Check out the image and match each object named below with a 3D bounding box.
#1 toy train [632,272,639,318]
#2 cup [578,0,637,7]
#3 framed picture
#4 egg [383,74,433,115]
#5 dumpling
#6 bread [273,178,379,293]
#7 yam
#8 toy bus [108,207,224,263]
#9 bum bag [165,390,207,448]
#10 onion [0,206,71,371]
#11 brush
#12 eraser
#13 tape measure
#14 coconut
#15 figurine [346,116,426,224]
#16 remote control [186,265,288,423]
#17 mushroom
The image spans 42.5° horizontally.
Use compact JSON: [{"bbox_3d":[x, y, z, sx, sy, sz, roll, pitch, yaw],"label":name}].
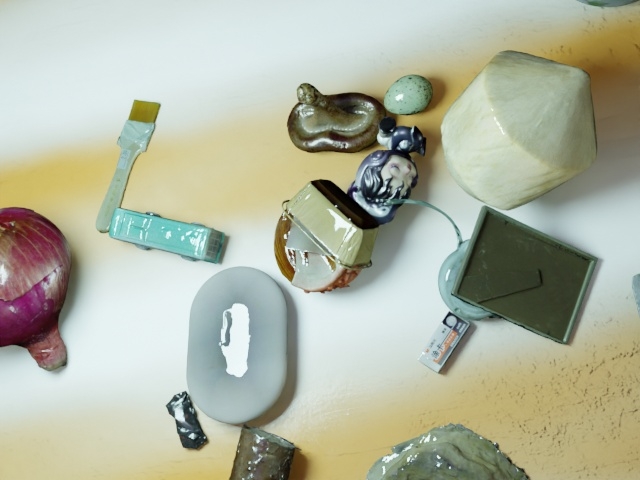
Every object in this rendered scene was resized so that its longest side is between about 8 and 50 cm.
[{"bbox_3d":[0.644,0.166,1.576,0.044,0.042,0.209,-18,70,31],"label":"toy train"},{"bbox_3d":[0.613,-0.630,1.726,0.347,0.163,0.347,-3,74,12],"label":"cup"},{"bbox_3d":[0.400,0.070,1.609,0.265,0.018,0.192,24,81,-11],"label":"framed picture"},{"bbox_3d":[0.191,-0.314,1.787,0.110,0.085,0.085,-28,71,3],"label":"egg"},{"bbox_3d":[0.255,0.437,1.581,0.332,0.086,0.166,7,80,11],"label":"dumpling"},{"bbox_3d":[0.000,0.000,1.702,0.224,0.142,0.212,45,115,26],"label":"bread"},{"bbox_3d":[-0.131,0.517,1.633,0.131,0.131,0.280,10,79,16],"label":"yam"},{"bbox_3d":[-0.346,-0.014,1.833,0.261,0.109,0.091,11,85,17],"label":"toy bus"},{"bbox_3d":[-0.286,0.385,1.749,0.057,0.034,0.125,-24,72,-3],"label":"bum bag"},{"bbox_3d":[-0.678,0.127,1.798,0.347,0.348,0.385,-28,106,5],"label":"onion"},{"bbox_3d":[-0.463,-0.176,1.945,0.085,0.020,0.337,13,79,16],"label":"brush"},{"bbox_3d":[0.250,0.206,1.668,0.052,0.029,0.122,32,85,19],"label":"eraser"},{"bbox_3d":[0.244,0.035,1.637,0.330,0.084,0.164,32,84,-4],"label":"tape measure"},{"bbox_3d":[0.392,-0.221,1.582,0.328,0.329,0.329,-3,75,13],"label":"coconut"},{"bbox_3d":[0.130,-0.140,1.733,0.145,0.145,0.222,17,81,17],"label":"figurine"},{"bbox_3d":[-0.176,0.216,1.729,0.221,0.103,0.332,-3,75,13],"label":"remote control"},{"bbox_3d":[0.019,-0.274,1.748,0.226,0.217,0.148,-7,74,12],"label":"mushroom"}]
